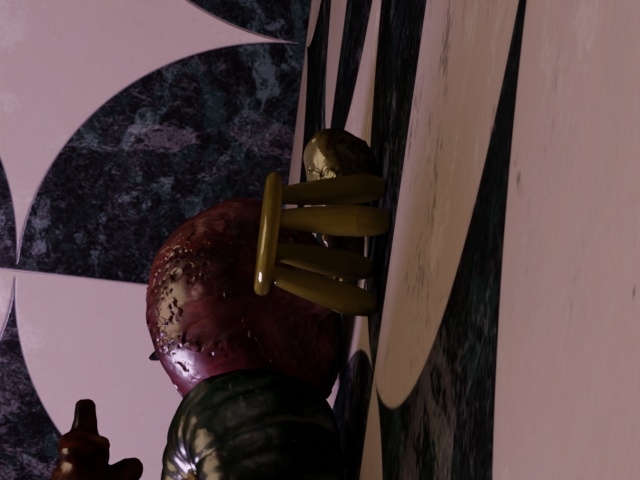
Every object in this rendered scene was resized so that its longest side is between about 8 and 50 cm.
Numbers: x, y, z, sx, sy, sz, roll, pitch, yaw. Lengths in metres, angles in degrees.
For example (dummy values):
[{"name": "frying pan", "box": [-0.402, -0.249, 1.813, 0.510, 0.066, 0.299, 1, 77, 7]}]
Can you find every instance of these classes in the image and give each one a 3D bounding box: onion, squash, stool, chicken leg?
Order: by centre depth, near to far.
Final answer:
[{"name": "stool", "box": [0.000, 0.000, 1.693, 0.134, 0.110, 0.135, 102, 172, -67]}, {"name": "squash", "box": [-0.062, 0.224, 1.752, 0.218, 0.172, 0.218, -176, 90, -87]}, {"name": "chicken leg", "box": [0.021, -0.017, 1.799, 0.093, 0.070, 0.178, -143, 52, -79]}, {"name": "onion", "box": [-0.057, 0.073, 1.951, 0.252, 0.219, 0.252, 37, -134, -49]}]

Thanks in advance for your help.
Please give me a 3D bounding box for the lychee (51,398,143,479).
[{"name": "lychee", "box": [-0.194, 0.378, 1.537, 0.424, 0.424, 0.500, 121, 144, -81]}]
